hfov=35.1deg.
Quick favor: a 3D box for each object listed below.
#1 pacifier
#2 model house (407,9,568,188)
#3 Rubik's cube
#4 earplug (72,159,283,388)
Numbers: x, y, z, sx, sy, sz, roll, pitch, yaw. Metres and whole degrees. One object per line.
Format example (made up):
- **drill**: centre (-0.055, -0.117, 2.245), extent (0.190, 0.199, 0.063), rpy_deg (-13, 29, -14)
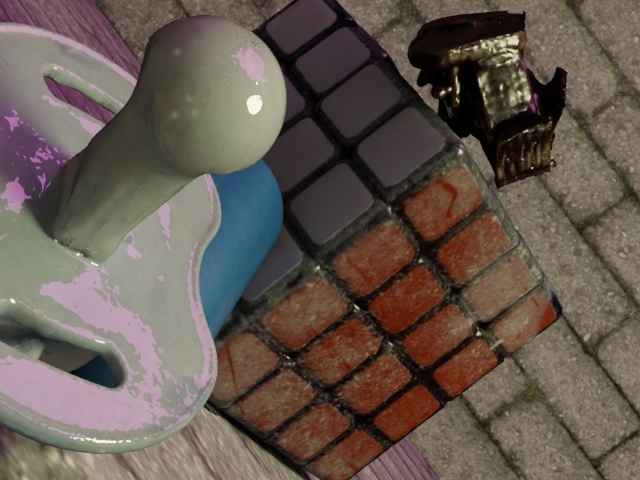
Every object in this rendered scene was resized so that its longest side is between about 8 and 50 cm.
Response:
- **pacifier**: centre (-0.116, -0.043, 0.541), extent (0.238, 0.226, 0.287), rpy_deg (36, 33, -31)
- **model house**: centre (0.160, -0.129, 0.959), extent (0.203, 0.141, 0.164), rpy_deg (-53, 130, -63)
- **Rubik's cube**: centre (0.000, 0.000, 1.097), extent (0.337, 0.344, 0.344), rpy_deg (55, 2, 41)
- **earplug**: centre (-0.114, 0.021, 0.756), extent (0.132, 0.132, 0.273), rpy_deg (53, 19, -14)
